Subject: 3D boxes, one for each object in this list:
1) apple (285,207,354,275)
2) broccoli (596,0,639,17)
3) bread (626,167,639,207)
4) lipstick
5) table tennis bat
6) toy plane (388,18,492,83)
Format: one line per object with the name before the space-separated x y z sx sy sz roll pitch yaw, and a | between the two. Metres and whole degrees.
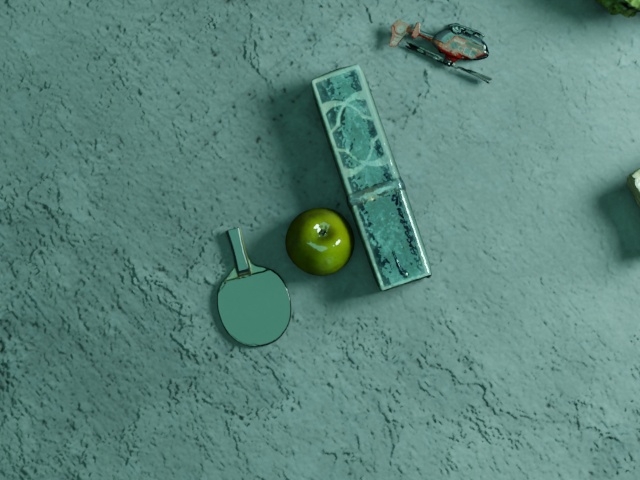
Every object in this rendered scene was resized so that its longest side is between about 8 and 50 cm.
apple | 0.000 0.000 1.886 0.090 0.074 0.089 2 68 -5
broccoli | 0.442 -0.380 1.859 0.242 0.273 0.180 -47 41 10
bread | 0.470 -0.067 1.856 0.152 0.077 0.105 -29 82 5
lipstick | 0.063 -0.081 1.884 0.078 0.076 0.289 -19 84 4
table tennis bat | -0.092 0.060 1.919 0.095 0.014 0.158 -16 89 4
toy plane | 0.161 -0.254 1.905 0.145 0.037 0.060 19 99 0
